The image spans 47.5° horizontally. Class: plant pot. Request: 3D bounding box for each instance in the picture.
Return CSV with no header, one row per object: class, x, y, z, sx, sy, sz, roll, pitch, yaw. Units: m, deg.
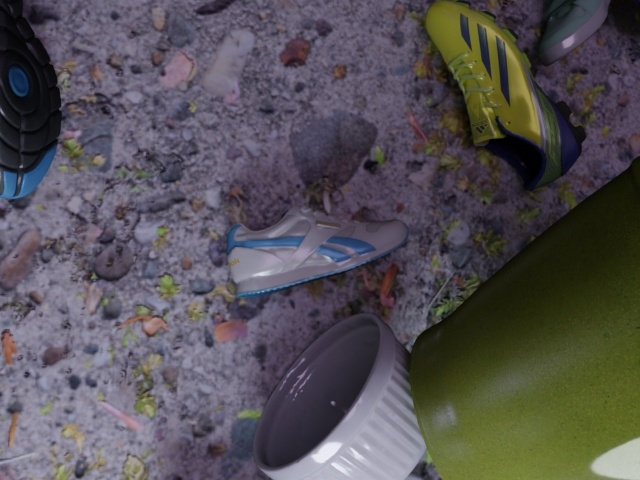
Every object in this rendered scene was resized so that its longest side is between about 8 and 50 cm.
plant pot,0.290,0.123,0.702,0.353,0.366,0.366,-31,91,27

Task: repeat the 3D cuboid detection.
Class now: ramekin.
ramekin,0.032,0.193,0.801,0.109,0.207,0.207,42,74,-15

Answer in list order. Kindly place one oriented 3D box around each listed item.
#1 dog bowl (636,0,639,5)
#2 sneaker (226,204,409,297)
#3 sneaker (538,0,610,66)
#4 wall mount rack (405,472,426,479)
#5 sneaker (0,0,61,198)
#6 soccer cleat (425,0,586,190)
dog bowl,0.517,-0.435,1.029,0.265,0.104,0.264,12,68,-33
sneaker,0.000,0.000,0.878,0.229,0.087,0.092,-14,84,-19
sneaker,0.332,-0.364,1.016,0.151,0.094,0.255,40,64,-12
wall mount rack,0.199,0.424,0.845,0.304,0.130,0.349,-22,89,-17
sneaker,-0.387,-0.208,0.807,0.140,0.125,0.340,-10,87,11
soccer cleat,0.229,-0.193,0.966,0.121,0.093,0.289,-42,93,-10
